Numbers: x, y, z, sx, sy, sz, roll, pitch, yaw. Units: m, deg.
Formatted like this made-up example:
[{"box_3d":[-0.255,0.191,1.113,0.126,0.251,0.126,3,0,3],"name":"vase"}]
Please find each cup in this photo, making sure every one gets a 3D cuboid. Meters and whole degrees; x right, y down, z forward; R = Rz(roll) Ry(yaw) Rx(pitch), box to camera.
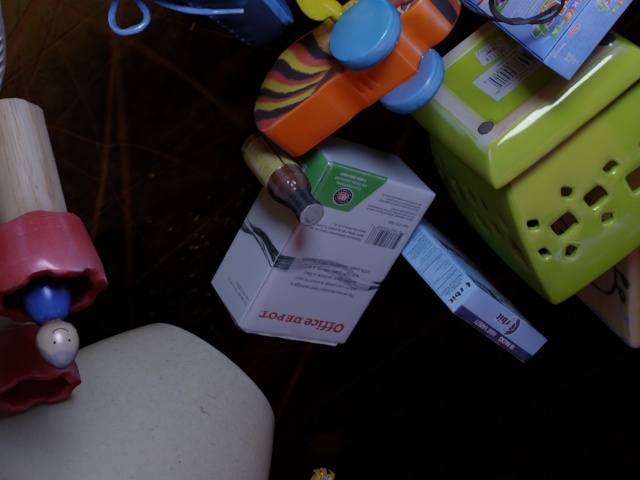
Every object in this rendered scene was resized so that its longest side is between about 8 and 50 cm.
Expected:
[{"box_3d":[-0.182,0.223,1.130,0.237,0.331,0.331,-52,141,-25],"name":"cup"}]

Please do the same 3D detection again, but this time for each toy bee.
[{"box_3d":[0.072,-0.200,1.050,0.298,0.162,0.195,-12,142,10],"name":"toy bee"}]

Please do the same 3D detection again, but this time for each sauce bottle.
[{"box_3d":[-0.037,-0.059,1.088,0.042,0.128,0.042,-16,132,-18],"name":"sauce bottle"}]

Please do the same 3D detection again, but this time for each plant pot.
[{"box_3d":[0.235,-0.113,1.153,0.228,0.227,0.207,-38,129,1],"name":"plant pot"}]

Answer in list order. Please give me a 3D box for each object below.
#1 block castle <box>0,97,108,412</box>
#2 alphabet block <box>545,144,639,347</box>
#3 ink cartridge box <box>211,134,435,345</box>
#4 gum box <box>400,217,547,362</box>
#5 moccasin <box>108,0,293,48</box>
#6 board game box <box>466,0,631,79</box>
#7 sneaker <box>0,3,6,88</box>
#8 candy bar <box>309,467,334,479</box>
[{"box_3d":[-0.400,0.069,0.823,0.453,0.212,0.303,-9,156,-23],"name":"block castle"},{"box_3d":[0.393,-0.026,1.338,0.193,0.192,0.197,-28,134,-12],"name":"alphabet block"},{"box_3d":[0.000,0.000,1.186,0.153,0.087,0.208,14,115,-39],"name":"ink cartridge box"},{"box_3d":[0.152,0.041,1.245,0.041,0.184,0.157,-46,134,9],"name":"gum box"},{"box_3d":[-0.170,-0.255,0.870,0.342,0.137,0.117,37,105,-30],"name":"moccasin"},{"box_3d":[0.226,-0.254,1.035,0.039,0.211,0.160,30,107,-25],"name":"board game box"},{"box_3d":[-0.320,-0.167,0.857,0.121,0.108,0.302,24,137,5],"name":"sneaker"},{"box_3d":[-0.036,0.368,1.507,0.040,0.018,0.161,22,111,-45],"name":"candy bar"}]
